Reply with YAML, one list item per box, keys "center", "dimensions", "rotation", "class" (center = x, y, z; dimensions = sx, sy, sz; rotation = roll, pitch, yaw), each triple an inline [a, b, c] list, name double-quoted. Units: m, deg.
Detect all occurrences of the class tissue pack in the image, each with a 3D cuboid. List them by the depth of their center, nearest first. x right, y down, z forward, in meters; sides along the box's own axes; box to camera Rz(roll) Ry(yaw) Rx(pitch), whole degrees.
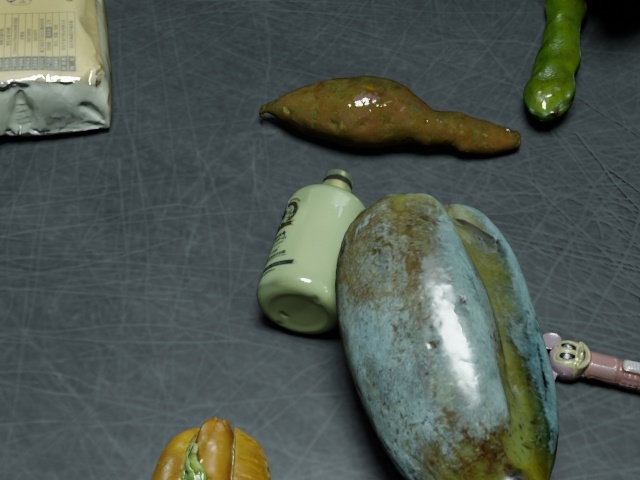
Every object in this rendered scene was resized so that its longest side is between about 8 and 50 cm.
- center: [-0.318, -0.206, 1.041]
  dimensions: [0.186, 0.090, 0.222]
  rotation: [-7, 53, -9]
  class: "tissue pack"

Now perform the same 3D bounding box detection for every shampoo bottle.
- center: [0.000, 0.000, 0.885]
  dimensions: [0.079, 0.079, 0.162]
  rotation: [11, 52, 8]
  class: "shampoo bottle"

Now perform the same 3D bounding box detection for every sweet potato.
- center: [0.070, -0.125, 0.990]
  dimensions: [0.269, 0.075, 0.075]
  rotation: [9, 52, 3]
  class: "sweet potato"

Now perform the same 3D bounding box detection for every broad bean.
- center: [0.258, -0.212, 1.076]
  dimensions: [0.053, 0.052, 0.256]
  rotation: [39, 46, -24]
  class: "broad bean"

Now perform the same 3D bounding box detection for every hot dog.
- center: [-0.087, 0.240, 0.699]
  dimensions: [0.100, 0.068, 0.249]
  rotation: [2, 51, 3]
  class: "hot dog"

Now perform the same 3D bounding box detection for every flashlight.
- center: [0.238, 0.106, 0.831]
  dimensions: [0.110, 0.031, 0.052]
  rotation: [12, 52, 9]
  class: "flashlight"

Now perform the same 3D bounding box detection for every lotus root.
- center: [0.100, 0.109, 0.762]
  dimensions: [0.158, 0.140, 0.322]
  rotation: [17, 49, -41]
  class: "lotus root"
